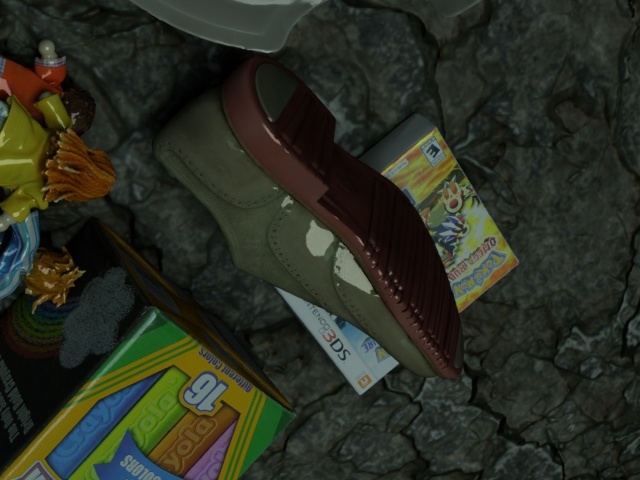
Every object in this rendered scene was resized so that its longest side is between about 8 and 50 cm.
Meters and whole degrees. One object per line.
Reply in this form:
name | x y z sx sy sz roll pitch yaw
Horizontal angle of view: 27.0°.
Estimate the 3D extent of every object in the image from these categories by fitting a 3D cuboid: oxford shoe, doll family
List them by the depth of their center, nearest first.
doll family | -0.250 -0.023 1.012 0.163 0.118 0.263 22 104 -31
oxford shoe | 0.000 0.000 1.129 0.130 0.123 0.348 -25 118 27

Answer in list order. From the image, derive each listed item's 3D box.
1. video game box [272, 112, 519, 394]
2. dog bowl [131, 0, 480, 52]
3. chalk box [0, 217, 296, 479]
video game box | 0.062 0.016 1.236 0.205 0.048 0.187 -40 126 -4
dog bowl | -0.004 -0.280 0.929 0.348 0.102 0.349 -3 148 -2
chalk box | -0.200 0.165 1.096 0.289 0.180 0.179 -47 125 2
